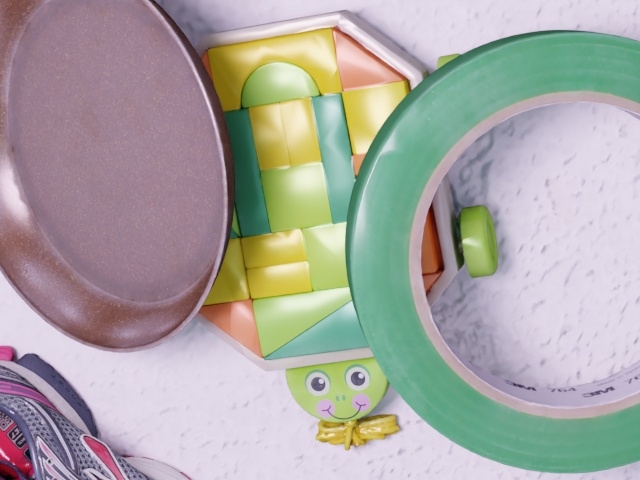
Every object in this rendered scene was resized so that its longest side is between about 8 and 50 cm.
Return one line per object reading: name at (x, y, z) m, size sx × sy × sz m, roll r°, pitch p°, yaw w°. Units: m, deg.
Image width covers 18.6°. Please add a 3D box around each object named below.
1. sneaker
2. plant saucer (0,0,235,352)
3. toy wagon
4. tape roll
sneaker at (-0.195, 0.214, 1.572) m, size 0.299 × 0.112 × 0.121 m, roll 38°, pitch 105°, yaw 3°
plant saucer at (-0.169, -0.069, 1.494) m, size 0.311 × 0.050 × 0.310 m, roll 17°, pitch 117°, yaw 37°
toy wagon at (0.000, 0.000, 1.515) m, size 0.267 × 0.068 × 0.344 m, roll -8°, pitch 97°, yaw 14°
tape roll at (0.179, 0.006, 1.431) m, size 0.321 × 0.077 × 0.321 m, roll 0°, pitch 98°, yaw -2°
